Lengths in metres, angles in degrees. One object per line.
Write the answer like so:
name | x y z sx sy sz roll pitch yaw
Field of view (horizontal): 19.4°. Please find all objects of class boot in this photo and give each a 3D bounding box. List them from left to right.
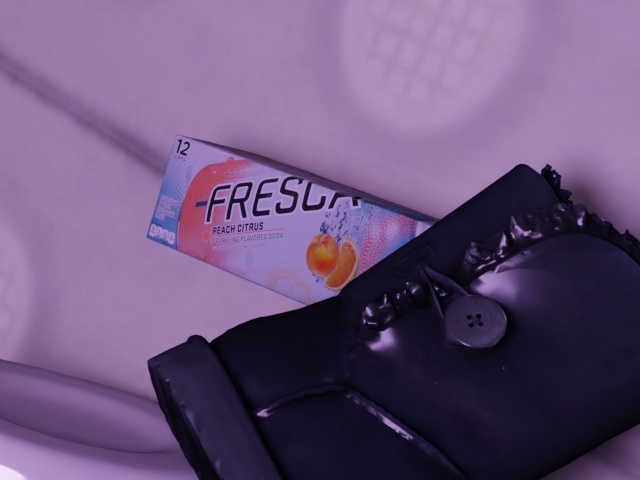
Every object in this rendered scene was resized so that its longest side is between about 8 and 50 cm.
boot | 0.070 0.089 0.744 0.207 0.094 0.246 -26 53 -12

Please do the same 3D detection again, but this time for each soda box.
soda box | 0.000 0.000 0.917 0.183 0.063 0.058 20 96 40

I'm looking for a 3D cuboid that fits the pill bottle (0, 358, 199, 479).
pill bottle | -0.175 0.253 0.932 0.204 0.204 0.361 21 96 40
